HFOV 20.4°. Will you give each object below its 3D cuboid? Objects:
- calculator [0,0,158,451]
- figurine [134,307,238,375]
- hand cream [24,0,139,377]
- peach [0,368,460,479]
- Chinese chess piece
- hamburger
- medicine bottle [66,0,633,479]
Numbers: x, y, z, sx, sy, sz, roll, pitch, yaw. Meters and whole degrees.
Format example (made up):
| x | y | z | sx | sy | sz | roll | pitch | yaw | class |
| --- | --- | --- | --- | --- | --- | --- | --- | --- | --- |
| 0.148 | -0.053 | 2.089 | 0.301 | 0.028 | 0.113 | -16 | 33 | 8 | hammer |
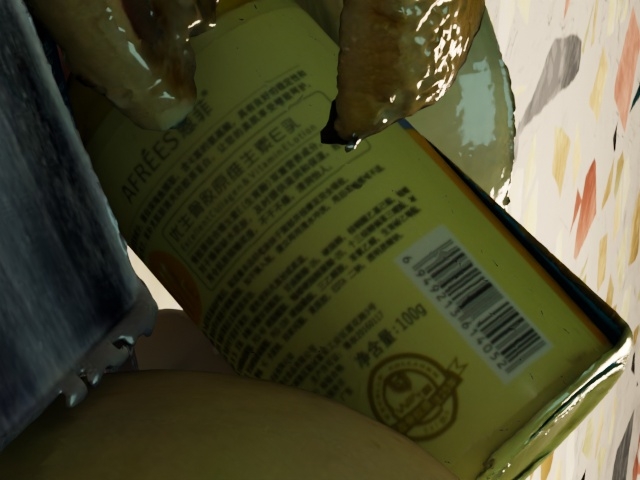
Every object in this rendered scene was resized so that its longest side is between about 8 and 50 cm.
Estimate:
| x | y | z | sx | sy | sz | roll | pitch | yaw | class |
| --- | --- | --- | --- | --- | --- | --- | --- | --- | --- |
| -0.126 | -0.065 | 0.455 | 0.262 | 0.021 | 0.161 | 69 | 25 | -13 | calculator |
| -0.029 | 0.095 | 0.801 | 0.126 | 0.147 | 0.192 | -78 | -178 | -66 | figurine |
| -0.109 | -0.001 | 0.632 | 0.120 | 0.061 | 0.270 | -59 | 146 | -56 | hand cream |
| -0.041 | 0.190 | 0.544 | 0.247 | 0.292 | 0.292 | -28 | -139 | 56 | peach |
| 0.020 | -0.069 | 0.833 | 0.188 | 0.083 | 0.188 | 167 | -90 | -74 | Chinese chess piece |
| -0.023 | -0.190 | 0.610 | 0.192 | 0.167 | 0.288 | 66 | 29 | -53 | hamburger |
| 0.000 | 0.000 | 0.692 | 0.124 | 0.239 | 0.124 | -39 | 166 | -12 | medicine bottle |
